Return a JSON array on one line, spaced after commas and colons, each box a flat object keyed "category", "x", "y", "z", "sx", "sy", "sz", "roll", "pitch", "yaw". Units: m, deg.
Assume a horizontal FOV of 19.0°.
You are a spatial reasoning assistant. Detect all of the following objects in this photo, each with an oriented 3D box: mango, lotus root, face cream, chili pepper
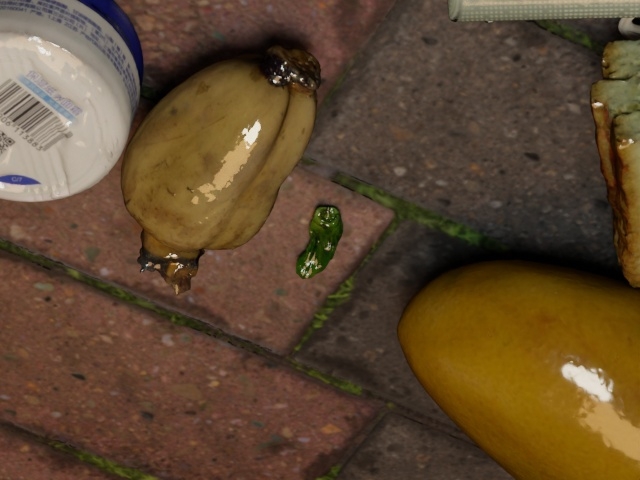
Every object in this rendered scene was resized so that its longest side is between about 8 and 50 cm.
[{"category": "mango", "x": 0.282, "y": 0.160, "z": 1.824, "sx": 0.446, "sy": 0.232, "sz": 0.300, "roll": 31, "pitch": 164, "yaw": -9}, {"category": "lotus root", "x": -0.091, "y": -0.077, "z": 1.714, "sx": 0.154, "sy": 0.140, "sz": 0.257, "roll": -5, "pitch": 141, "yaw": -53}, {"category": "face cream", "x": -0.265, "y": -0.135, "z": 1.698, "sx": 0.206, "sy": 0.111, "sz": 0.206, "roll": 3, "pitch": 134, "yaw": 3}, {"category": "chili pepper", "x": 0.001, "y": 0.000, "z": 1.854, "sx": 0.030, "sy": 0.034, "sz": 0.091, "roll": 36, "pitch": 134, "yaw": 17}]

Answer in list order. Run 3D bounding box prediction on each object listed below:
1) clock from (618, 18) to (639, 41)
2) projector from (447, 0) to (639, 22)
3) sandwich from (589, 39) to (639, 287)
[{"category": "clock", "x": 0.308, "y": -0.243, "z": 1.583, "sx": 0.191, "sy": 0.062, "sz": 0.151, "roll": -33, "pitch": 122, "yaw": 30}, {"category": "projector", "x": 0.183, "y": -0.292, "z": 1.452, "sx": 0.177, "sy": 0.163, "sz": 0.242, "roll": 1, "pitch": 113, "yaw": 14}, {"category": "sandwich", "x": 0.405, "y": -0.077, "z": 1.648, "sx": 0.325, "sy": 0.131, "sz": 0.262, "roll": -5, "pitch": 148, "yaw": 11}]
